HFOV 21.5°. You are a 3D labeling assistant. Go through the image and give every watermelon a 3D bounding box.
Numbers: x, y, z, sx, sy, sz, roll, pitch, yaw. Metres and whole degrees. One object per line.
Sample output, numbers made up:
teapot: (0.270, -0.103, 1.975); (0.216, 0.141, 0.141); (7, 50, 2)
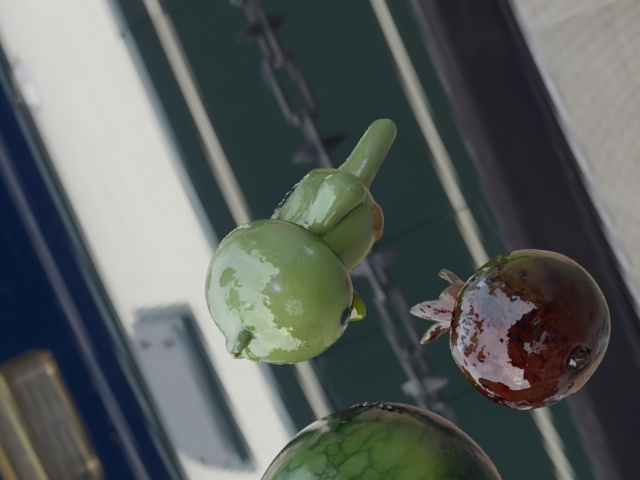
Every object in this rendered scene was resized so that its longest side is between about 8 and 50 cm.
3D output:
watermelon: (0.071, 0.380, 2.088); (0.363, 0.363, 0.363); (46, 150, 35)

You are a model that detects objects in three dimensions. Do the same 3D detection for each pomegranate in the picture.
pomegranate: (0.145, 0.062, 1.318); (0.159, 0.129, 0.129); (21, 139, 17)

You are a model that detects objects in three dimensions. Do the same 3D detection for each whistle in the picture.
whistle: (0.007, 0.008, 1.509); (0.141, 0.294, 0.141); (29, 141, 27)
